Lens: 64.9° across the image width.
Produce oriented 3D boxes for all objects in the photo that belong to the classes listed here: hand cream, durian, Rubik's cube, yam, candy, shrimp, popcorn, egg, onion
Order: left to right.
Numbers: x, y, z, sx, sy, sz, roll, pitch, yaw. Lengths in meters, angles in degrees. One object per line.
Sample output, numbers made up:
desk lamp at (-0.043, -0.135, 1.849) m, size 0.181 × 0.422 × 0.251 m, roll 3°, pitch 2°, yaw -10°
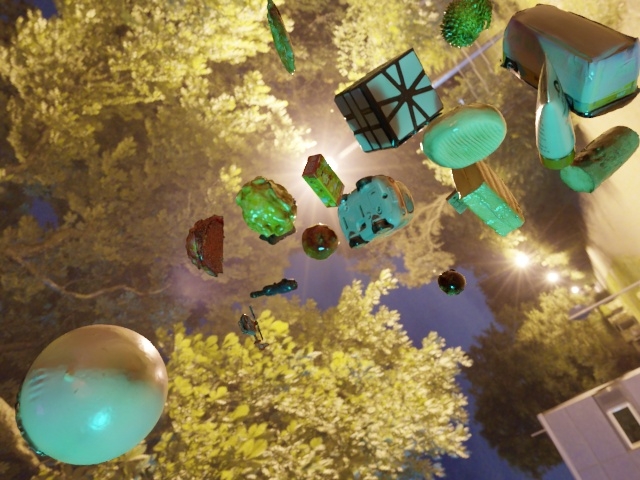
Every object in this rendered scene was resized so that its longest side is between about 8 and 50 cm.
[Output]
egg at (-0.555, 0.381, 1.306) m, size 0.354 × 0.339 × 0.355 m, roll 26°, pitch -130°, yaw -35°
popcorn at (-0.235, -0.155, 2.243) m, size 0.286 × 0.215 × 0.252 m, roll 43°, pitch -129°, yaw -24°
shrimp at (-0.141, -0.738, 1.794) m, size 0.154 × 0.062 × 0.294 m, roll 119°, pitch 130°, yaw -79°
candy at (0.008, -0.134, 1.137) m, size 0.122 × 0.038 × 0.062 m, roll 48°, pitch -132°, yaw -44°
Rubik's cube at (0.269, -0.545, 2.011) m, size 0.294 × 0.288 × 0.283 m, roll 54°, pitch 165°, yaw -14°
onion at (0.550, 0.173, 2.104) m, size 0.118 × 0.117 × 0.119 m, roll 2°, pitch -90°, yaw -88°
durian at (0.588, -0.892, 2.057) m, size 0.237 × 0.176 × 0.200 m, roll -165°, pitch 65°, yaw -74°
hand cream at (0.561, -0.301, 1.223) m, size 0.314 × 0.089 × 0.140 m, roll 42°, pitch -131°, yaw -50°
yam at (0.760, -0.221, 1.363) m, size 0.107 × 0.194 × 0.107 m, roll 49°, pitch 172°, yaw 9°

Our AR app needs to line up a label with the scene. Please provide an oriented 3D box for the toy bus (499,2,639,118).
toy bus at (0.622, -0.479, 1.284) m, size 0.386 × 0.171 × 0.162 m, roll -118°, pitch 10°, yaw -46°

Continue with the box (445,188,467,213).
box at (0.477, -0.135, 1.744) m, size 0.083 × 0.053 × 0.024 m, roll 35°, pitch -164°, yaw -34°

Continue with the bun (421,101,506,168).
bun at (0.368, -0.289, 1.322) m, size 0.222 × 0.222 × 0.128 m, roll 30°, pitch -140°, yaw -46°

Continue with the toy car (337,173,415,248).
toy car at (0.191, -0.095, 1.637) m, size 0.212 × 0.270 × 0.181 m, roll -8°, pitch -108°, yaw -37°

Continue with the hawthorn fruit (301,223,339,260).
hawthorn fruit at (-0.001, -0.003, 1.658) m, size 0.140 × 0.125 × 0.125 m, roll 82°, pitch 173°, yaw -50°

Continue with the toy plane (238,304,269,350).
toy plane at (-0.215, 0.282, 1.588) m, size 0.060 × 0.037 × 0.145 m, roll -26°, pitch -93°, yaw -23°

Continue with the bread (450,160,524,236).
bread at (0.557, -0.161, 1.692) m, size 0.239 × 0.111 × 0.246 m, roll 36°, pitch -149°, yaw -24°

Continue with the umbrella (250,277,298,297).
umbrella at (-0.210, 0.213, 2.233) m, size 0.071 × 0.248 × 0.071 m, roll 26°, pitch -123°, yaw -48°

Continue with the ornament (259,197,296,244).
ornament at (-0.192, -0.126, 2.540) m, size 0.106 × 0.260 × 0.251 m, roll 31°, pitch -146°, yaw 18°

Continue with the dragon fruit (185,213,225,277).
dragon fruit at (-0.476, 0.028, 2.066) m, size 0.162 × 0.189 × 0.262 m, roll 2°, pitch -108°, yaw -26°
